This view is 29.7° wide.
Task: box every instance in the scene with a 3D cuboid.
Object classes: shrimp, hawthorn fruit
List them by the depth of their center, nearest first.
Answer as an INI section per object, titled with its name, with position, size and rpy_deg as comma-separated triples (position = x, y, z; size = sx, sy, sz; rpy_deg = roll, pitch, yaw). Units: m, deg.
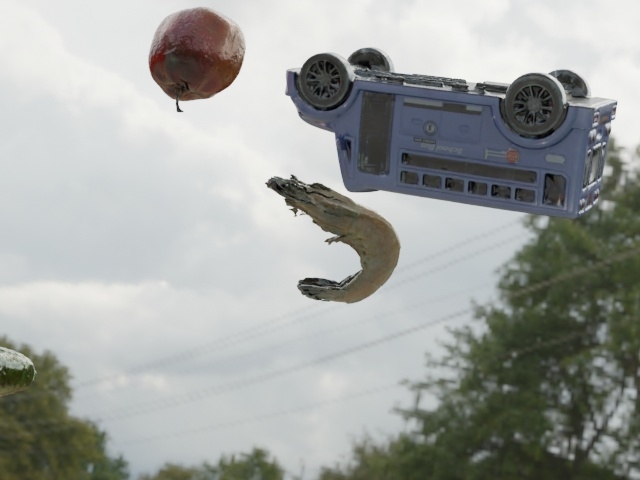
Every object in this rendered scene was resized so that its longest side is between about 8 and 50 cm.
[shrimp]
position = 0.000, 0.000, 1.649
size = 0.219, 0.152, 0.046
rpy_deg = 32, 10, -13
[hawthorn fruit]
position = -0.214, -0.296, 2.026
size = 0.157, 0.194, 0.157
rpy_deg = 12, -30, 7

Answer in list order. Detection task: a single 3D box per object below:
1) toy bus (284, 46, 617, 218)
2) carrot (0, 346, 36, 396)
[toy bus]
position = 0.112, -0.100, 1.109
size = 0.292, 0.133, 0.125
rpy_deg = 10, 13, 22
[carrot]
position = -0.372, 0.114, 1.071
size = 0.074, 0.074, 0.358
rpy_deg = 2, -8, 26
